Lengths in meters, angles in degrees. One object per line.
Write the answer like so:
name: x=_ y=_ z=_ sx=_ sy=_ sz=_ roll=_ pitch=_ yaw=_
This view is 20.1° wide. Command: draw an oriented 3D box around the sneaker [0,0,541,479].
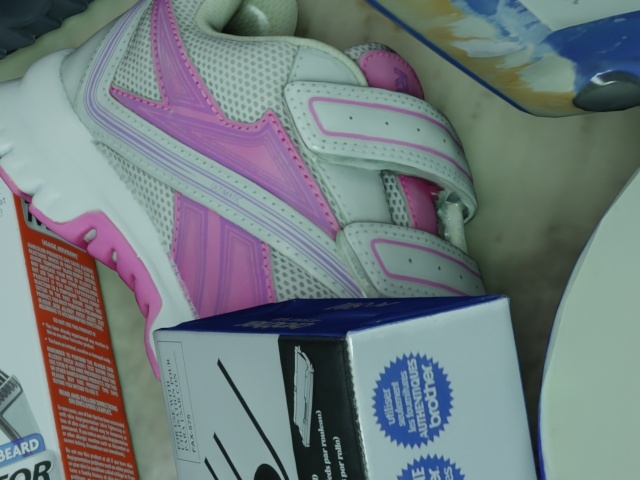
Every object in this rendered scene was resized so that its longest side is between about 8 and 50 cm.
sneaker: x=0.000 y=0.000 z=0.539 sx=0.111 sy=0.103 sz=0.252 roll=-47 pitch=63 yaw=8

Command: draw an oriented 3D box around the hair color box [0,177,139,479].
hair color box: x=-0.115 y=0.067 z=0.600 sx=0.093 sy=0.053 sz=0.167 roll=-22 pitch=66 yaw=19

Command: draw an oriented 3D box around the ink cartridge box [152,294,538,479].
ink cartridge box: x=0.016 y=0.118 z=0.418 sx=0.097 sy=0.046 sz=0.207 roll=-4 pitch=96 yaw=61

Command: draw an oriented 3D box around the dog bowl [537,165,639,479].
dog bowl: x=0.182 y=0.050 z=0.371 sx=0.265 sy=0.104 sz=0.265 roll=-14 pitch=38 yaw=11

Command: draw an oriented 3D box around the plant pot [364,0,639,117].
plant pot: x=0.085 y=-0.153 z=0.362 sx=0.236 sy=0.236 sz=0.212 roll=-8 pitch=78 yaw=22

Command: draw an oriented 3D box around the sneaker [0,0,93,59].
sneaker: x=-0.078 y=-0.191 z=0.641 sx=0.319 sy=0.112 sz=0.131 roll=-42 pitch=46 yaw=6
